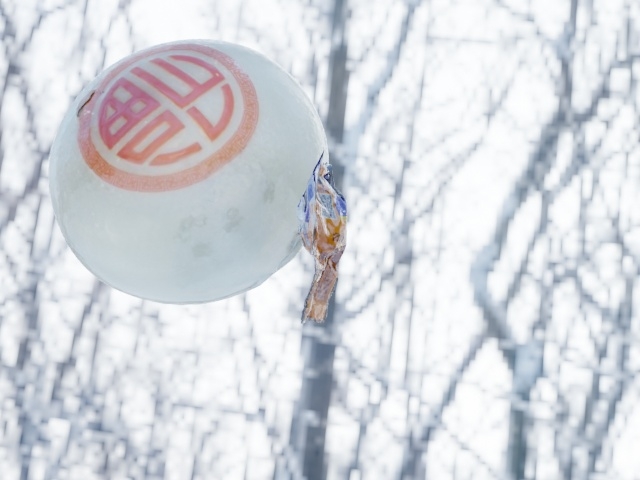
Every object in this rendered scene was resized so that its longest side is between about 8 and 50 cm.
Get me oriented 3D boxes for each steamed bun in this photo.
[{"bbox_3d":[-0.136,-0.083,1.913,0.283,0.283,0.177,1,-32,13],"label":"steamed bun"}]

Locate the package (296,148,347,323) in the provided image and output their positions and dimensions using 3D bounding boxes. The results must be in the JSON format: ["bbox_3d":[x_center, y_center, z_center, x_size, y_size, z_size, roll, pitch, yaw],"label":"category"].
[{"bbox_3d":[0.001,0.000,1.238,0.033,0.110,0.077,2,-6,-7],"label":"package"}]
